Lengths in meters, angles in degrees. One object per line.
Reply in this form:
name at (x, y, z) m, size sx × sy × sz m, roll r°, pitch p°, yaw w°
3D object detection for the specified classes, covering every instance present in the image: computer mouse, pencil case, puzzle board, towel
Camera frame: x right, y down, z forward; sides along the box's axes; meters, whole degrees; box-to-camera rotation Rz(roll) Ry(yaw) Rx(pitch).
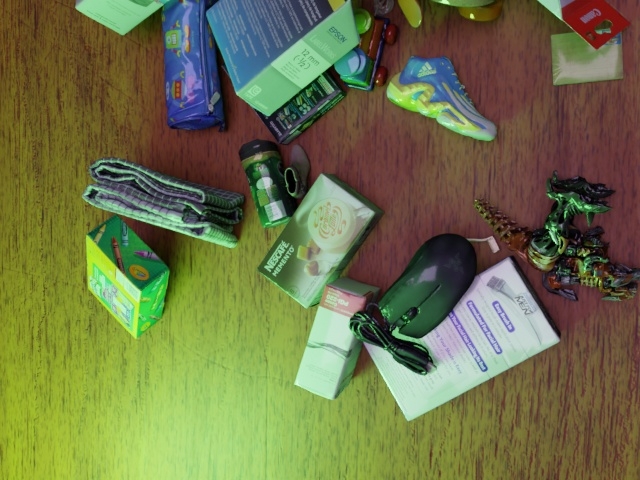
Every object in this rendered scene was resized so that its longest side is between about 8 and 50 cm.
computer mouse at (0.197, 0.112, 1.427) m, size 0.188 × 0.072 × 0.272 m, roll 34°, pitch 97°, yaw -6°
pencil case at (-0.272, -0.385, 1.638) m, size 0.133 × 0.119 × 0.306 m, roll 0°, pitch 94°, yaw 46°
puzzle board at (0.510, -0.352, 1.466) m, size 0.128 × 0.011 × 0.096 m, roll -2°, pitch 91°, yaw 16°
towel at (-0.316, -0.085, 1.613) m, size 0.284 × 0.235 × 0.121 m, roll 16°, pitch 88°, yaw 14°

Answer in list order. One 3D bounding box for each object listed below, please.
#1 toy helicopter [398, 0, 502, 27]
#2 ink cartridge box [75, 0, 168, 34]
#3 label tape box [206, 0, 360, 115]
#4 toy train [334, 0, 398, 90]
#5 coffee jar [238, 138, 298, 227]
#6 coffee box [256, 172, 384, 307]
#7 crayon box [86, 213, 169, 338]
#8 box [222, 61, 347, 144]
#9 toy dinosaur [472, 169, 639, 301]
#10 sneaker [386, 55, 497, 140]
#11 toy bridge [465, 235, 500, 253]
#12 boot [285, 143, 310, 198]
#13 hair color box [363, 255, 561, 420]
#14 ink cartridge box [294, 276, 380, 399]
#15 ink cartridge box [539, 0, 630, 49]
toy helicopter at (0.172, -0.512, 1.464) m, size 0.355 × 0.235 × 0.140 m, roll 30°, pitch 138°, yaw 30°
ink cartridge box at (-0.357, -0.599, 1.565) m, size 0.306 × 0.131 × 0.226 m, roll -22°, pitch 58°, yaw 38°
label tape box at (-0.037, -0.445, 1.470) m, size 0.348 × 0.115 × 0.249 m, roll -34°, pitch 56°, yaw 19°
toy train at (0.091, -0.430, 1.516) m, size 0.105 × 0.143 × 0.248 m, roll 15°, pitch 97°, yaw 15°
coffee jar at (-0.110, -0.122, 1.619) m, size 0.079 × 0.096 × 0.184 m, roll -19°, pitch 87°, yaw 14°
coffee box at (0.000, 0.000, 1.591) m, size 0.141 × 0.098 × 0.246 m, roll 38°, pitch 102°, yaw 11°
crayon box at (-0.416, 0.084, 1.640) m, size 0.165 × 0.278 × 0.081 m, roll 44°, pitch 61°, yaw 9°
box at (-0.078, -0.341, 1.620) m, size 0.175 × 0.051 × 0.220 m, roll -39°, pitch 82°, yaw 15°
toy dinosaur at (0.450, -0.002, 1.439) m, size 0.322 × 0.164 × 0.218 m, roll 17°, pitch 115°, yaw -6°
sneaker at (0.253, -0.291, 1.504) m, size 0.240 × 0.091 × 0.126 m, roll 27°, pitch 100°, yaw 14°
toy bridge at (0.265, 0.033, 1.552) m, size 0.188 × 0.026 × 0.063 m, roll -26°, pitch 83°, yaw 16°
boot at (-0.052, -0.146, 1.604) m, size 0.042 × 0.087 × 0.118 m, roll -14°, pitch 89°, yaw 19°
hair color box at (0.278, 0.192, 1.515) m, size 0.339 × 0.110 × 0.185 m, roll -32°, pitch 82°, yaw 17°
ink cartridge box at (0.037, 0.194, 1.559) m, size 0.092 × 0.158 × 0.217 m, roll 17°, pitch 98°, yaw 13°
ink cartridge box at (0.459, -0.464, 1.388) m, size 0.232 × 0.189 × 0.066 m, roll 42°, pitch 138°, yaw 13°
